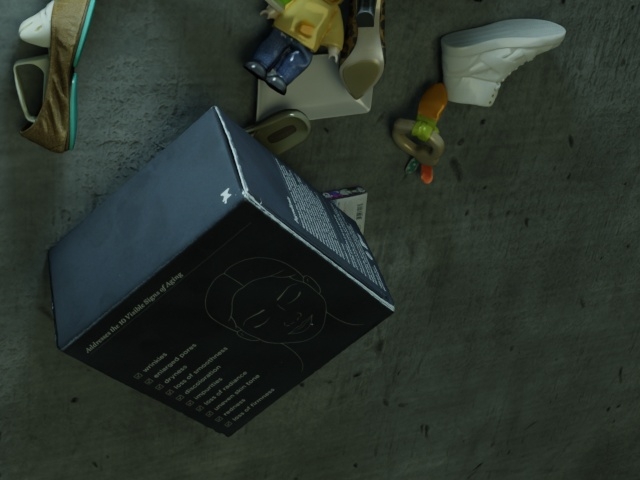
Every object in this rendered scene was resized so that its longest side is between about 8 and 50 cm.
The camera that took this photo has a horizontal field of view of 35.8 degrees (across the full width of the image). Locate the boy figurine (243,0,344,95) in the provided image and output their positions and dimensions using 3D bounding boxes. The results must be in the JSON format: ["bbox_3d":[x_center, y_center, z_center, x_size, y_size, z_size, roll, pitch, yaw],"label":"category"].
[{"bbox_3d":[-0.023,-0.418,1.928,0.177,0.092,0.285,37,90,-10],"label":"boy figurine"}]

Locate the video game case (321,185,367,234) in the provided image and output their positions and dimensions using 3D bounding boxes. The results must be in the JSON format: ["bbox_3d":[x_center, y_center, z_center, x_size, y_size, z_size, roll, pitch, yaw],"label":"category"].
[{"bbox_3d":[0.000,0.000,2.267,0.210,0.042,0.232,-12,124,-24],"label":"video game case"}]

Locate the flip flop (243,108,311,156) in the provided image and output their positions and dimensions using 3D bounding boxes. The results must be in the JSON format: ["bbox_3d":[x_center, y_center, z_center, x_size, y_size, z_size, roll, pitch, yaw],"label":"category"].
[{"bbox_3d":[-0.140,-0.171,2.029,0.277,0.080,0.112,-27,133,8],"label":"flip flop"}]

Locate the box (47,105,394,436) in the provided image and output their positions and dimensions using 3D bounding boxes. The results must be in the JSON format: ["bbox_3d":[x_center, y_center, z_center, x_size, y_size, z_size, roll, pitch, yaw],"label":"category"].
[{"bbox_3d":[-0.199,0.081,1.977,0.480,0.297,0.472,-38,134,15],"label":"box"}]

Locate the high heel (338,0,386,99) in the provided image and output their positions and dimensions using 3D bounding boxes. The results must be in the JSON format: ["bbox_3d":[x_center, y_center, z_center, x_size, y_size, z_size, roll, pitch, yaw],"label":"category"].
[{"bbox_3d":[0.091,-0.427,2.009,0.093,0.186,0.261,6,144,0],"label":"high heel"}]

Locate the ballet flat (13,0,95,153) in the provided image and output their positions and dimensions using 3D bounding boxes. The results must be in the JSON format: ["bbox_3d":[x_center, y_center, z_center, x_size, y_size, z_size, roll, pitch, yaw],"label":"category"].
[{"bbox_3d":[-0.477,-0.318,1.756,0.124,0.116,0.342,10,119,-13],"label":"ballet flat"}]

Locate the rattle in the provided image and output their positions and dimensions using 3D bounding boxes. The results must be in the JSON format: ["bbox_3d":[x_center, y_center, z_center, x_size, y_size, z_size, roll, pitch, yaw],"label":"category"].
[{"bbox_3d":[0.240,-0.240,2.245,0.200,0.130,0.143,52,43,-54],"label":"rattle"}]

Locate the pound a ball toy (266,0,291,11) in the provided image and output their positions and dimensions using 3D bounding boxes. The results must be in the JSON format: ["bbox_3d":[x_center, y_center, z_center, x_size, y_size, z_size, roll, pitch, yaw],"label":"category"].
[{"bbox_3d":[-0.155,-0.549,1.783,0.208,0.136,0.319,-24,143,29],"label":"pound a ball toy"}]

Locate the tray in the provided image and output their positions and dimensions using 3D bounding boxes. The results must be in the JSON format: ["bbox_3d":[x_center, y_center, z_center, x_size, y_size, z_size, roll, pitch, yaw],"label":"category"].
[{"bbox_3d":[-0.012,-0.322,2.061,0.270,0.030,0.145,-10,123,-25],"label":"tray"}]

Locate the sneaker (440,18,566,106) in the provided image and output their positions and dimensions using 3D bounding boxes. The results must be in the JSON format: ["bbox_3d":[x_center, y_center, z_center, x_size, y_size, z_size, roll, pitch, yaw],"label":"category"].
[{"bbox_3d":[0.402,-0.392,2.216,0.292,0.108,0.169,-12,127,-12],"label":"sneaker"}]

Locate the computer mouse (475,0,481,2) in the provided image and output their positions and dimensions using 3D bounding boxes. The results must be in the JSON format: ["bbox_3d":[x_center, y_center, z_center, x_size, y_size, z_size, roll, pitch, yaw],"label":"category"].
[{"bbox_3d":[0.286,-0.551,2.082,0.193,0.042,0.106,-11,129,-31],"label":"computer mouse"}]
